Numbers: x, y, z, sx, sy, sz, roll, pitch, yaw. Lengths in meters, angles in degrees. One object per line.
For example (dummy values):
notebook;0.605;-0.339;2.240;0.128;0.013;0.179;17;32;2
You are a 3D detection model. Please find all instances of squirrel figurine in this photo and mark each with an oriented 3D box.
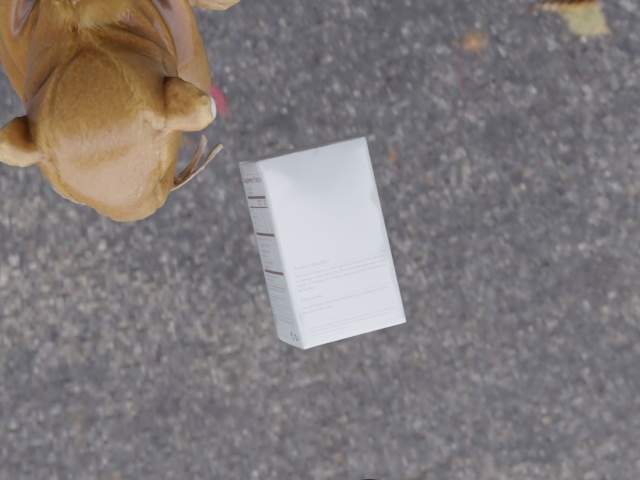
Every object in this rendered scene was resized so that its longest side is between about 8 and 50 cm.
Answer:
squirrel figurine;-0.209;-0.221;1.330;0.281;0.370;0.397;-5;135;-2

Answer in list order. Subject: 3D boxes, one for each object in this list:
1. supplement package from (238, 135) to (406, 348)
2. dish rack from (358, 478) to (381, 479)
supplement package;0.000;0.000;1.419;0.105;0.105;0.179;-13;94;-13
dish rack;0.039;0.270;0.724;0.208;0.271;0.074;35;159;1
